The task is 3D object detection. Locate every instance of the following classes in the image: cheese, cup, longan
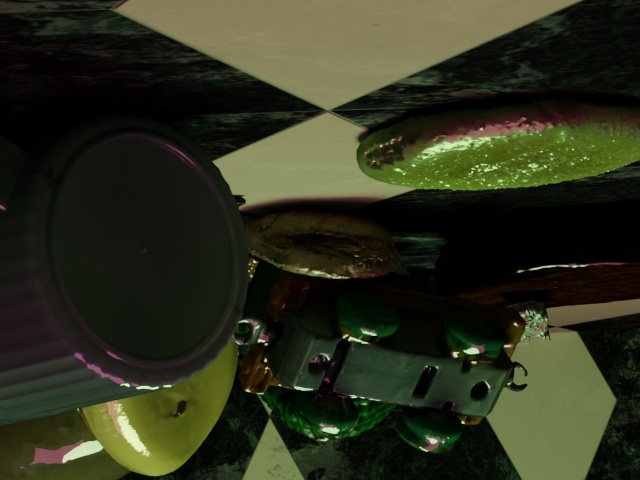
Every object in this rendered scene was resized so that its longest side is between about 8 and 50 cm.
[{"bbox_3d":[-0.205,0.174,2.112,0.259,0.316,0.128,-32,-129,-29],"label":"cheese"},{"bbox_3d":[-0.264,0.002,1.489,0.311,0.331,0.257,-13,-160,44],"label":"cup"},{"bbox_3d":[-0.384,0.198,2.318,0.361,0.361,0.361,-3,172,0],"label":"longan"}]

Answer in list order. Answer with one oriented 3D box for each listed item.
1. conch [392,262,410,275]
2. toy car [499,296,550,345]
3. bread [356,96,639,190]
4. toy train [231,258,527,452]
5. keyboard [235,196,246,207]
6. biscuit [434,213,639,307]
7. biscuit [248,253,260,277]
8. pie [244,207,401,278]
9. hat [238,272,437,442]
[{"bbox_3d":[0.025,0.097,2.297,0.250,0.137,0.143,-22,152,-43],"label":"conch"},{"bbox_3d":[0.282,0.112,2.303,0.069,0.055,0.142,-12,159,5],"label":"toy car"},{"bbox_3d":[0.185,-0.085,1.575,0.301,0.045,0.301,-4,173,0],"label":"bread"},{"bbox_3d":[0.067,0.122,2.098,0.429,0.178,0.249,11,-156,-26],"label":"toy train"},{"bbox_3d":[-0.156,-0.029,1.936,0.061,0.013,0.204,1,171,-27],"label":"keyboard"},{"bbox_3d":[0.353,0.025,2.236,0.407,0.091,0.407,-2,170,0],"label":"biscuit"},{"bbox_3d":[-0.177,0.032,2.257,0.305,0.038,0.305,-3,172,0],"label":"biscuit"},{"bbox_3d":[0.000,0.000,1.984,0.193,0.079,0.163,3,-176,-21],"label":"pie"},{"bbox_3d":[0.055,0.157,2.595,0.332,0.274,0.242,-24,153,-35],"label":"hat"}]
